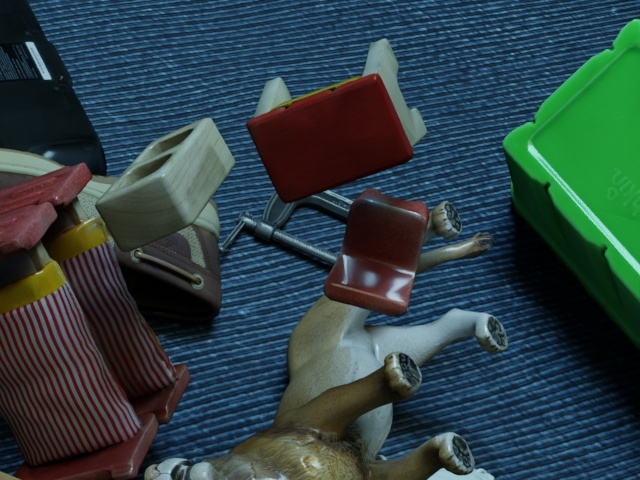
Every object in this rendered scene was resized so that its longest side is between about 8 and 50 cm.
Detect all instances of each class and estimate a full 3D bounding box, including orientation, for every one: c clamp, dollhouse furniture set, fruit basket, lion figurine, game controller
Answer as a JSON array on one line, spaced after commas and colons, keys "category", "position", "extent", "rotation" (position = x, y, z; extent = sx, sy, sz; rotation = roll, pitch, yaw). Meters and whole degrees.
[{"category": "c clamp", "position": [0.000, 0.000, 1.468], "extent": [0.160, 0.022, 0.137], "rotation": [20, 40, 4]}, {"category": "dollhouse furniture set", "position": [-0.090, 0.030, 1.134], "extent": [0.374, 0.201, 0.152], "rotation": [-19, 19, 22]}, {"category": "fruit basket", "position": [0.384, -0.011, 1.481], "extent": [0.392, 0.283, 0.392], "rotation": [45, 10, -10]}, {"category": "lion figurine", "position": [0.011, 0.127, 1.262], "extent": [0.142, 0.240, 0.392], "rotation": [54, 30, -10]}, {"category": "game controller", "position": [-0.318, -0.153, 1.494], "extent": [0.166, 0.067, 0.319], "rotation": [-1, 47, -37]}]

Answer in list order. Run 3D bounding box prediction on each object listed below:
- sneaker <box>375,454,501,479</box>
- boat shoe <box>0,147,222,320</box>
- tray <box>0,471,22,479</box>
[{"category": "sneaker", "position": [0.142, 0.225, 1.257], "extent": [0.235, 0.090, 0.095], "rotation": [14, 36, -6]}, {"category": "boat shoe", "position": [-0.233, 0.013, 1.303], "extent": [0.342, 0.123, 0.123], "rotation": [9, 58, -33]}, {"category": "tray", "position": [-0.206, 0.270, 1.064], "extent": [0.410, 0.076, 0.203], "rotation": [18, 44, 16]}]
